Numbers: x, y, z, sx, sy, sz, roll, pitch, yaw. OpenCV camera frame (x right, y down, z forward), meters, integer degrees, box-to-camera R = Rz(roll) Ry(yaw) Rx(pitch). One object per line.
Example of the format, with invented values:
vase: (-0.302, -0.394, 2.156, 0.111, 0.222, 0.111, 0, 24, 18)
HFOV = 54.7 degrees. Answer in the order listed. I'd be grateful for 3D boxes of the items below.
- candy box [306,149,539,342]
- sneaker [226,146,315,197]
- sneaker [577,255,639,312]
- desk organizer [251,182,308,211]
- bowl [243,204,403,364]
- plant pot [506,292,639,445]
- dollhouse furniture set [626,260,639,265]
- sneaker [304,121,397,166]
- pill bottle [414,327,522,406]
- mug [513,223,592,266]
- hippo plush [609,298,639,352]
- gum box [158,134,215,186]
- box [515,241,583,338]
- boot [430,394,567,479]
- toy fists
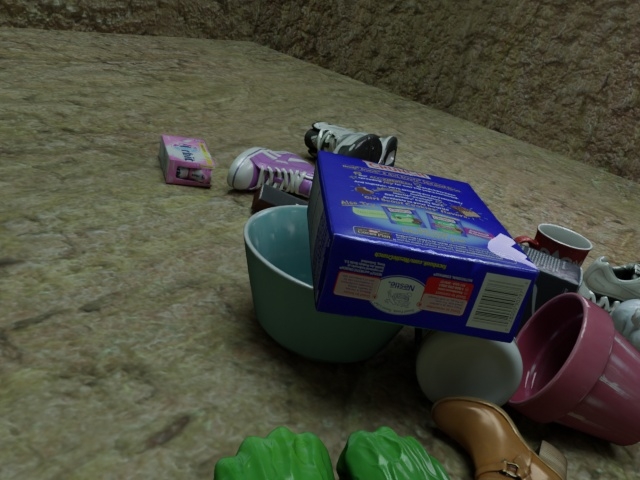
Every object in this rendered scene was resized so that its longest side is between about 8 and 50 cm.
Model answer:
candy box: (0.121, -0.005, 0.894, 0.268, 0.122, 0.317, 11, 26, -8)
sneaker: (-0.093, -0.159, 1.532, 0.161, 0.102, 0.282, 31, 28, 25)
sneaker: (0.727, 0.123, 1.387, 0.292, 0.118, 0.110, 17, 22, -1)
desk organizer: (-0.088, -0.077, 1.410, 0.130, 0.050, 0.047, 23, 54, -21)
bowl: (0.016, 0.081, 0.990, 0.311, 0.163, 0.311, 13, 23, -6)
plant pot: (0.405, 0.207, 0.936, 0.180, 0.201, 0.201, 31, 24, -2)
dollhouse furniture set: (0.849, 0.056, 1.518, 0.129, 0.184, 0.129, -7, 32, -41)
sneaker: (0.048, -0.241, 1.767, 0.257, 0.169, 0.447, 13, 14, 17)
pill bottle: (0.228, 0.141, 0.998, 0.153, 0.153, 0.265, 16, 24, 1)
mug: (0.462, 0.058, 1.300, 0.150, 0.169, 0.113, 22, 25, 17)
hippo plush: (0.679, 0.197, 1.156, 0.236, 0.234, 0.294, -19, 12, -2)
gum box: (-0.327, -0.193, 1.507, 0.107, 0.062, 0.188, 4, 26, -23)
box: (0.373, 0.093, 1.193, 0.207, 0.153, 0.108, 24, 25, 16)
boot: (0.213, 0.284, 0.783, 0.197, 0.073, 0.152, 22, 29, 21)
toy fists: (0.022, 0.274, 0.662, 0.279, 0.096, 0.142, 6, 35, -23)
